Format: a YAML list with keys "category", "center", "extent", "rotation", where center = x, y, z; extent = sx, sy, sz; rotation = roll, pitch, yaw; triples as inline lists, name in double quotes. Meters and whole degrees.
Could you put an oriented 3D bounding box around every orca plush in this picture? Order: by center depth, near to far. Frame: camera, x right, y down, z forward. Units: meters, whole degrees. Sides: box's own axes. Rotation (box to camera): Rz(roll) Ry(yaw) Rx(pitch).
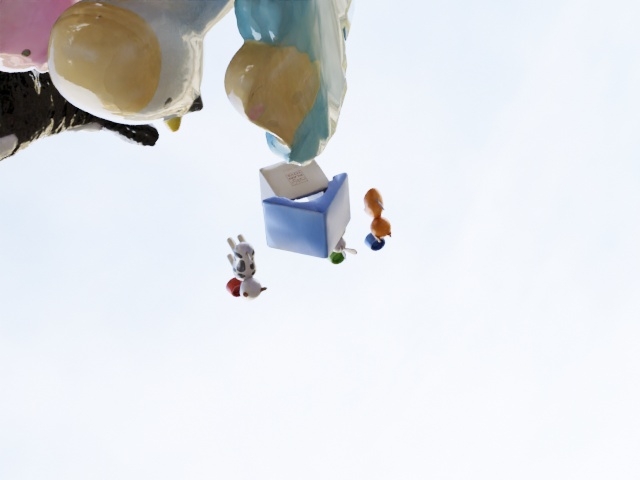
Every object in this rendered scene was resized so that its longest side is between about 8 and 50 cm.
- category: "orca plush"
  center: [-0.245, -0.092, 1.446]
  extent: [0.287, 0.151, 0.102]
  rotation: [4, -25, -29]

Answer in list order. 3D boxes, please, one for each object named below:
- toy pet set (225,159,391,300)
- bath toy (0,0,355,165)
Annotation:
- category: "toy pet set"
  center: [0.000, 0.000, 1.351]
  extent: [0.122, 0.065, 0.114]
  rotation: [-20, -43, -16]
- category: "bath toy"
  center: [-0.146, -0.145, 1.105]
  extent: [0.151, 0.348, 0.129]
  rotation: [-53, -32, -29]
